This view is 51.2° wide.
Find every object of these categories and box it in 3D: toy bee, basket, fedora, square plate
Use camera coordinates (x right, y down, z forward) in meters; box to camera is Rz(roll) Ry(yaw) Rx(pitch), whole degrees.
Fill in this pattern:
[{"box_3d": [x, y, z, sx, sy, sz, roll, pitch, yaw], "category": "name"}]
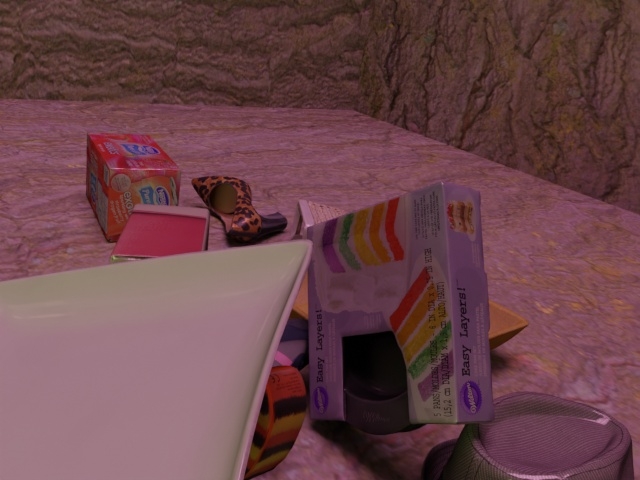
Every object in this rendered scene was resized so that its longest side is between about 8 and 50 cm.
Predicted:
[{"box_3d": [-0.141, 0.187, 0.600, 0.195, 0.162, 0.298, 1, -5, -38], "category": "toy bee"}, {"box_3d": [0.000, 0.000, 1.319, 0.103, 0.113, 0.167, 10, 20, -10], "category": "basket"}, {"box_3d": [0.247, 0.249, 0.727, 0.275, 0.124, 0.243, 1, 22, -19], "category": "fedora"}, {"box_3d": [-0.189, 0.125, 0.480, 0.344, 0.049, 0.347, -7, 31, 14], "category": "square plate"}]

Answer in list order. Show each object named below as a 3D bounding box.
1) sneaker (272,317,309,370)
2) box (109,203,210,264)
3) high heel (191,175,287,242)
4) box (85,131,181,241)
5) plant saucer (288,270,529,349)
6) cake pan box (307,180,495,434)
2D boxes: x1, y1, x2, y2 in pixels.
[{"box_3d": [-0.082, 0.196, 0.797, 0.131, 0.112, 0.319, 37, 34, 23], "category": "sneaker"}, {"box_3d": [-0.241, 0.050, 1.024, 0.127, 0.148, 0.232, 5, 20, -9], "category": "box"}, {"box_3d": [-0.218, -0.078, 1.451, 0.261, 0.093, 0.186, 27, 19, 21], "category": "high heel"}, {"box_3d": [-0.404, -0.121, 1.416, 0.142, 0.154, 0.300, -1, 21, -27], "category": "box"}, {"box_3d": [0.099, 0.124, 1.066, 0.333, 0.081, 0.333, -8, 26, -40], "category": "plant saucer"}, {"box_3d": [0.081, 0.089, 0.786, 0.070, 0.266, 0.246, 8, -15, -36], "category": "cake pan box"}]
